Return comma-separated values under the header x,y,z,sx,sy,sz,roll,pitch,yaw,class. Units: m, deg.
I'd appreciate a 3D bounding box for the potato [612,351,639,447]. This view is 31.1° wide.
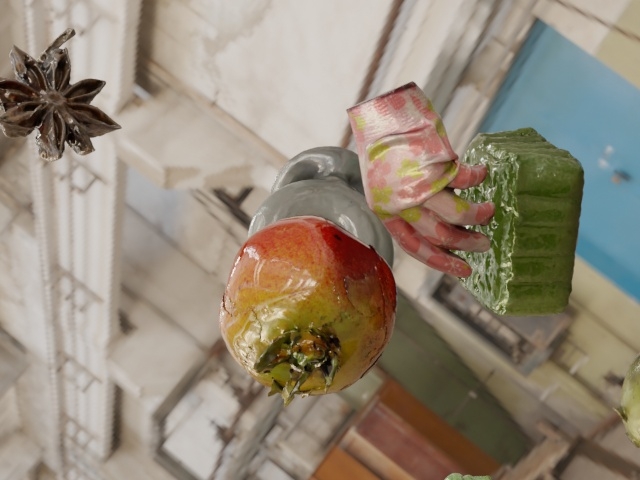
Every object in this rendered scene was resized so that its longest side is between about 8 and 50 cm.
x,y,z,sx,sy,sz,roll,pitch,yaw,class
0.444,0.138,1.293,0.169,0.143,0.248,13,-69,-47,potato

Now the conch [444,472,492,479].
x,y,z,sx,sy,sz,roll,pitch,yaw,class
0.140,0.322,1.200,0.106,0.079,0.170,-80,13,-74,conch

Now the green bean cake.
x,y,z,sx,sy,sz,roll,pitch,yaw,class
0.272,-0.030,1.627,0.222,0.125,0.248,-125,40,-70,green bean cake

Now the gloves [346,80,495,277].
x,y,z,sx,sy,sz,roll,pitch,yaw,class
0.116,-0.058,1.336,0.145,0.241,0.126,-20,8,26,gloves

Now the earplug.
x,y,z,sx,sy,sz,roll,pitch,yaw,class
0.004,-0.010,1.706,0.325,0.214,0.175,-78,7,-57,earplug

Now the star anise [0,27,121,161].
x,y,z,sx,sy,sz,roll,pitch,yaw,class
-0.418,-0.219,1.782,0.081,0.230,0.262,-51,34,46,star anise

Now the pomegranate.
x,y,z,sx,sy,sz,roll,pitch,yaw,class
-0.017,0.082,1.313,0.210,0.210,0.235,-57,12,28,pomegranate
